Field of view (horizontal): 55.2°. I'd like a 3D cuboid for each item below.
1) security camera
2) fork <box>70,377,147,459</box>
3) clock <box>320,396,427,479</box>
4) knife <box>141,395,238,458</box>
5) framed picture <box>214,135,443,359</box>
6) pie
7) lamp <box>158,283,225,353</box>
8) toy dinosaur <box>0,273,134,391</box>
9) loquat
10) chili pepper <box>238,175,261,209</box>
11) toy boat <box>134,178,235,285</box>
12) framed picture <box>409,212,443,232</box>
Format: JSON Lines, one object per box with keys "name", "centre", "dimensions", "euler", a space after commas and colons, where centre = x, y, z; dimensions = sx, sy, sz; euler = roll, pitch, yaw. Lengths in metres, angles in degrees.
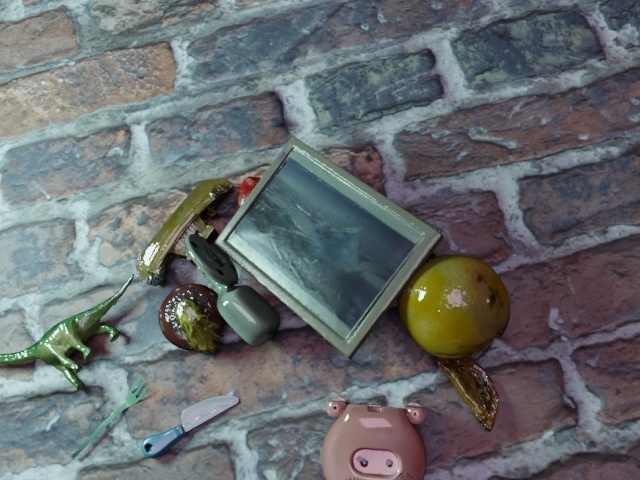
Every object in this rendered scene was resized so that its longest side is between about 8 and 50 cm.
{"name": "security camera", "centre": [-0.214, 0.111, 1.398], "dimensions": [0.080, 0.157, 0.301], "euler": [-43, 86, 12]}
{"name": "fork", "centre": [-0.494, 0.419, 1.433], "dimensions": [0.039, 0.021, 0.235], "euler": [42, 84, 19]}
{"name": "clock", "centre": [0.111, 0.463, 1.294], "dimensions": [0.227, 0.142, 0.241], "euler": [3, 79, 7]}
{"name": "knife", "centre": [-0.303, 0.417, 1.410], "dimensions": [0.244, 0.032, 0.058], "euler": [-33, 66, -8]}
{"name": "framed picture", "centre": [0.000, 0.000, 1.362], "dimensions": [0.446, 0.028, 0.326], "euler": [36, 91, 27]}
{"name": "pie", "centre": [0.340, 0.323, 1.360], "dimensions": [0.088, 0.033, 0.191], "euler": [-29, 72, -18]}
{"name": "lamp", "centre": [-0.299, 0.174, 1.416], "dimensions": [0.157, 0.135, 0.156], "euler": [8, 75, 10]}
{"name": "toy dinosaur", "centre": [-0.657, 0.217, 1.481], "dimensions": [0.301, 0.087, 0.447], "euler": [30, 78, 20]}
{"name": "loquat", "centre": [0.282, 0.134, 1.321], "dimensions": [0.244, 0.244, 0.243], "euler": [-2, 75, 6]}
{"name": "chili pepper", "centre": [-0.170, -0.095, 1.511], "dimensions": [0.073, 0.070, 0.123], "euler": [-10, 74, 32]}
{"name": "toy boat", "centre": [-0.318, -0.018, 1.497], "dimensions": [0.121, 0.089, 0.321], "euler": [36, 80, 8]}
{"name": "framed picture", "centre": [0.116, 0.002, 1.409], "dimensions": [0.217, 0.017, 0.274], "euler": [-51, 45, -9]}
